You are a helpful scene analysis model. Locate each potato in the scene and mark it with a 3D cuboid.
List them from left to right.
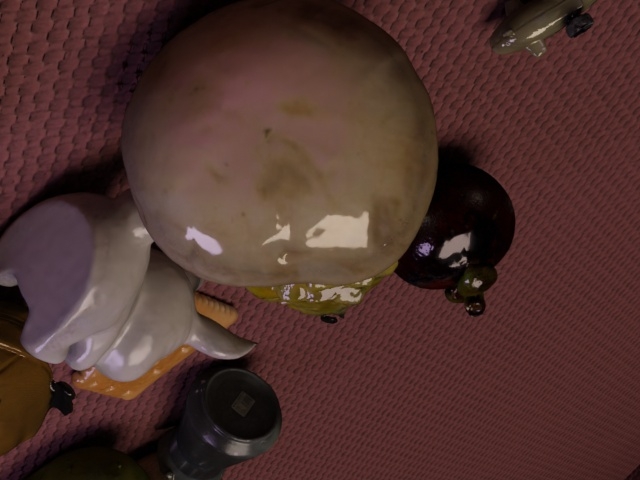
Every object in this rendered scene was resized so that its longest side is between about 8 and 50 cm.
[{"bbox_3d":[-0.422,0.473,2.212,0.304,0.216,0.216,-36,151,8],"label":"potato"}]

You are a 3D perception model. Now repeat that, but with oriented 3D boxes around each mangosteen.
[{"bbox_3d":[0.196,-0.008,1.960,0.216,0.216,0.216,-22,151,-13],"label":"mangosteen"}]

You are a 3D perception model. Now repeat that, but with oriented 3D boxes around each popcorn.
[{"bbox_3d":[0.000,0.000,1.793,0.252,0.215,0.286,-24,170,-11],"label":"popcorn"}]

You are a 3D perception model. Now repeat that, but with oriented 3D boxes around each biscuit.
[{"bbox_3d":[-0.256,0.168,2.034,0.249,0.030,0.160,-37,151,15],"label":"biscuit"}]

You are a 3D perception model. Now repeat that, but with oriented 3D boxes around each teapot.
[{"bbox_3d":[-0.172,0.321,2.251,0.203,0.171,0.225,-44,177,-44],"label":"teapot"}]

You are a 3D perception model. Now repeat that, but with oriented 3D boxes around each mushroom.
[{"bbox_3d":[-0.039,-0.086,1.497,0.353,0.325,0.353,-28,150,-17],"label":"mushroom"}]

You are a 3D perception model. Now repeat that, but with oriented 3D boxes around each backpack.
[{"bbox_3d":[-0.516,0.200,1.679,0.378,0.201,0.353,-12,152,-22],"label":"backpack"}]

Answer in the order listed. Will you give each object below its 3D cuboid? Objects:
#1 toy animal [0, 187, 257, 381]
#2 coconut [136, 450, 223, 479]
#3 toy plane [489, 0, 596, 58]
[{"bbox_3d":[-0.238,0.062,1.708,0.241,0.196,0.367,-35,149,10],"label":"toy animal"},{"bbox_3d":[-0.274,0.465,2.363,0.194,0.194,0.194,-22,151,-13],"label":"coconut"},{"bbox_3d":[0.350,-0.324,1.714,0.286,0.092,0.108,-31,173,6],"label":"toy plane"}]
